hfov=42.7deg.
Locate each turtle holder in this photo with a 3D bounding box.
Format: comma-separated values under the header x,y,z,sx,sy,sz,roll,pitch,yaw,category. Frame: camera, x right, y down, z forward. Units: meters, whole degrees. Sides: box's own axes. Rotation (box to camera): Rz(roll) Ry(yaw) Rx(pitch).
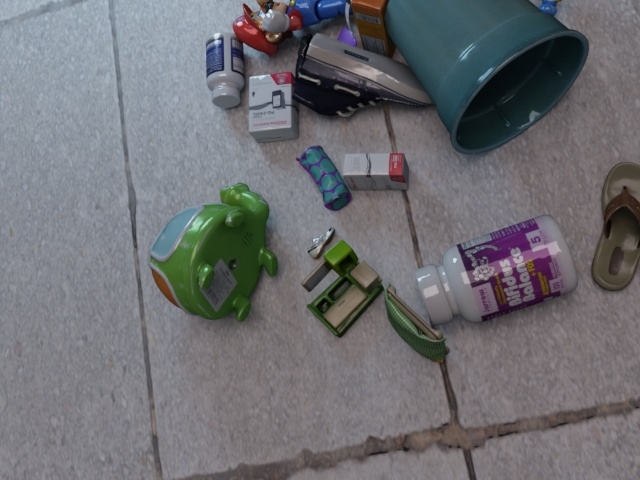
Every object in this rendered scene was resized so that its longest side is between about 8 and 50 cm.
x,y,z,sx,sy,sz,roll,pitch,yaw,category
-0.247,0.008,1.816,0.227,0.243,0.320,11,85,34,turtle holder

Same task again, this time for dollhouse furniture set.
x,y,z,sx,sy,sz,roll,pitch,yaw,category
0.109,0.169,1.696,0.151,0.197,0.301,-45,68,-4,dollhouse furniture set

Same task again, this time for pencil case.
x,y,z,sx,sy,sz,roll,pitch,yaw,category
0.009,-0.144,1.888,0.070,0.064,0.151,-27,68,-8,pencil case

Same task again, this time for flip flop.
x,y,z,sx,sy,sz,roll,pitch,yaw,category
0.625,-0.033,1.690,0.112,0.080,0.277,14,78,18,flip flop

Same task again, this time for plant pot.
x,y,z,sx,sy,sz,roll,pitch,yaw,category
0.329,-0.420,1.751,0.341,0.341,0.334,-35,65,2,plant pot

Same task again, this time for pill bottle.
x,y,z,sx,sy,sz,roll,pitch,yaw,category
-0.235,-0.418,2.017,0.094,0.094,0.169,-7,72,12,pill bottle
0.355,0.071,1.679,0.302,0.169,0.169,-20,70,8,pill bottle

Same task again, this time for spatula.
x,y,z,sx,sy,sz,roll,pitch,yaw,category
0.069,-0.531,1.894,0.030,0.296,0.084,-10,46,-22,spatula

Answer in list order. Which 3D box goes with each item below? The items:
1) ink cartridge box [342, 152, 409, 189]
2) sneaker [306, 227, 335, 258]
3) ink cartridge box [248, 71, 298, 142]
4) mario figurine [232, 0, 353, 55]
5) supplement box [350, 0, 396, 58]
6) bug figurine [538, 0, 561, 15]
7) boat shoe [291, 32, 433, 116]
x,y,z,sx,sy,sz,roll,pitch,yaw,category
0.126,-0.155,1.842,0.135,0.099,0.056,1,74,14,ink cartridge box
0.000,0.000,1.863,0.037,0.032,0.083,34,83,21,sneaker
-0.112,-0.321,1.973,0.109,0.063,0.150,-5,72,13,ink cartridge box
-0.064,-0.572,1.974,0.321,0.198,0.170,-19,82,3,mario figurine
0.130,-0.507,1.877,0.080,0.233,0.078,19,79,13,supplement box
0.457,-0.612,1.914,0.279,0.072,0.216,16,72,23,bug figurine
0.095,-0.352,1.915,0.341,0.127,0.158,23,123,0,boat shoe
